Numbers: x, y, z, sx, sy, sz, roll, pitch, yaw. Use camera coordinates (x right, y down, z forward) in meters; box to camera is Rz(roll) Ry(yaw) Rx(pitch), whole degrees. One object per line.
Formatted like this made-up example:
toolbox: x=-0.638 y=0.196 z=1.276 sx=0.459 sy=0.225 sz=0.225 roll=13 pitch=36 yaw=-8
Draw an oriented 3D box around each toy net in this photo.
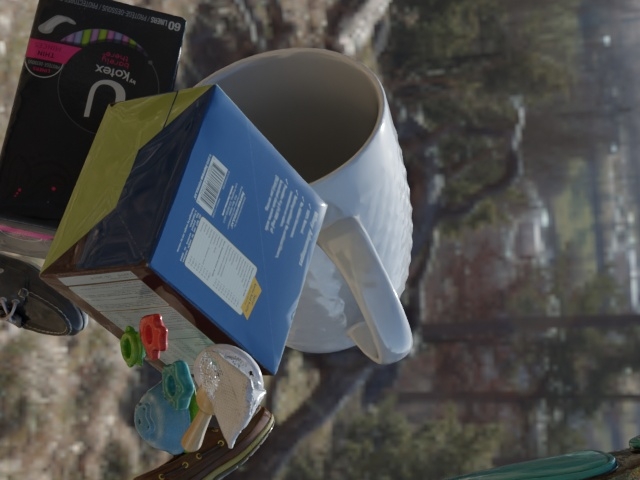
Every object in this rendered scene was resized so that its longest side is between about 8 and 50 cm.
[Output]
toy net: x=-0.099 y=0.114 z=1.109 sx=0.045 sy=0.232 sz=0.122 roll=-4 pitch=82 yaw=-32

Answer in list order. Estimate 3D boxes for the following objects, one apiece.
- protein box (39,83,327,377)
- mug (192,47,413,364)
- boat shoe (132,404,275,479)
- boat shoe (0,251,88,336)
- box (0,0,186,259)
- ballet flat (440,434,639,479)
protein box: x=-0.121 y=-0.003 z=1.270 sx=0.201 sy=0.136 sz=0.199 roll=46 pitch=50 yaw=-42
mug: x=0.000 y=0.000 z=1.635 sx=0.374 sy=0.276 sz=0.328 roll=51 pitch=-15 yaw=45
boat shoe: x=-0.112 y=0.208 z=1.321 sx=0.060 sy=0.064 sz=0.178 roll=53 pitch=48 yaw=-1
boat shoe: x=-0.490 y=0.055 z=1.918 sx=0.095 sy=0.335 sz=0.112 roll=-49 pitch=167 yaw=-41
box: x=-0.256 y=-0.117 z=1.480 sx=0.143 sy=0.165 sz=0.270 roll=128 pitch=-27 yaw=-72
ballet flat: x=0.226 y=0.192 z=0.975 sx=0.123 sy=0.349 sz=0.123 roll=164 pitch=-90 yaw=-86
